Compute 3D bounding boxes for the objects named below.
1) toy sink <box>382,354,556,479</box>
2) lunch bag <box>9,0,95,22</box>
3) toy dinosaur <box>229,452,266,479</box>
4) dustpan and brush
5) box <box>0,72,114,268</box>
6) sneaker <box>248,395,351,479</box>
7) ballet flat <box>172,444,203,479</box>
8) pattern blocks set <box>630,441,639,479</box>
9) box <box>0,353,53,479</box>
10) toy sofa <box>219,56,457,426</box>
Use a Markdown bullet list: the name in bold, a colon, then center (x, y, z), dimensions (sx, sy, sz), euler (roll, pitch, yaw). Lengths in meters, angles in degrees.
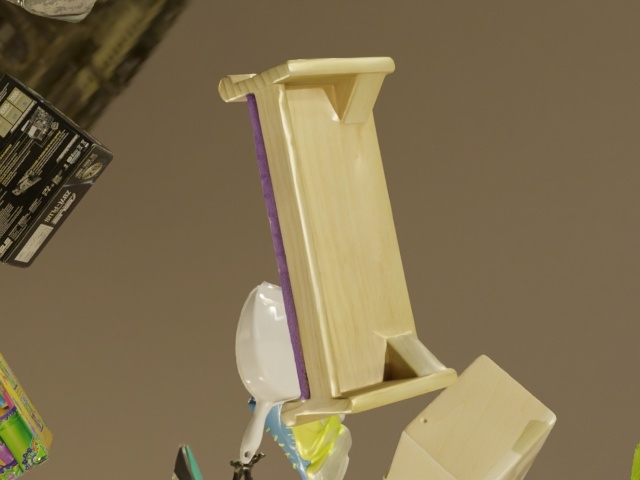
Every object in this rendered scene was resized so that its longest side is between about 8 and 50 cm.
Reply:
- **toy sink**: center (0.176, 0.276, 1.544), dimensions (0.131, 0.234, 0.153), euler (41, -117, 20)
- **lunch bag**: center (-0.389, -0.492, 1.855), dimensions (0.305, 0.256, 0.213), euler (-41, -142, 34)
- **toy dinosaur**: center (-0.119, 0.381, 1.843), dimensions (0.268, 0.064, 0.118), euler (-153, -107, -80)
- **dustpan and brush**: center (-0.056, 0.173, 1.519), dimensions (0.060, 0.147, 0.211), euler (-11, -119, 57)
- **box**: center (-0.365, -0.081, 1.477), dimensions (0.180, 0.147, 0.077), euler (-53, 170, 0)
- **sneaker**: center (-0.029, 0.255, 1.694), dimensions (0.126, 0.240, 0.091), euler (15, -145, 23)
- **ballet flat**: center (-0.215, 0.437, 2.074), dimensions (0.074, 0.074, 0.203), euler (-38, -124, 7)
- **pattern blocks set**: center (0.389, 0.325, 1.379), dimensions (0.285, 0.026, 0.325), euler (-80, -171, -46)
- **box**: center (-0.559, 0.242, 1.658), dimensions (0.290, 0.279, 0.177), euler (-31, -174, -8)
- **toy sofa**: center (0.000, 0.000, 1.274), dimensions (0.150, 0.363, 0.177), euler (-10, 178, -40)
